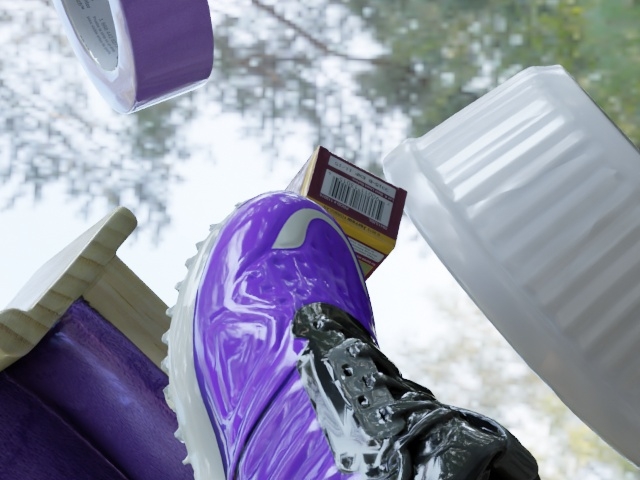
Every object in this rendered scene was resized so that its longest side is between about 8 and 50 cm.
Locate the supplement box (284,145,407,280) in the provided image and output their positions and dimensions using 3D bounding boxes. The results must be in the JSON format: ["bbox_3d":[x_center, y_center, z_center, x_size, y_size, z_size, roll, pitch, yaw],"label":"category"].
[{"bbox_3d":[0.000,0.000,0.859,0.055,0.083,0.043,27,-135,-14],"label":"supplement box"}]

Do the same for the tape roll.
[{"bbox_3d":[-0.208,-0.272,1.717,0.090,0.275,0.275,-23,-66,-18],"label":"tape roll"}]

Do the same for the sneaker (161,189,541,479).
[{"bbox_3d":[0.020,0.089,0.644,0.102,0.146,0.293,31,-137,-36],"label":"sneaker"}]

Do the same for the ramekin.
[{"bbox_3d":[0.175,0.008,1.057,0.127,0.273,0.273,-42,-45,10],"label":"ramekin"}]

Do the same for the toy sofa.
[{"bbox_3d":[-0.070,0.173,0.983,0.362,0.150,0.177,45,-122,-10],"label":"toy sofa"}]
